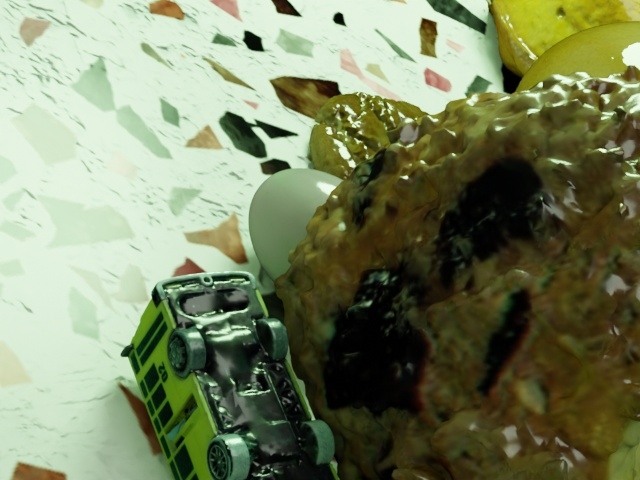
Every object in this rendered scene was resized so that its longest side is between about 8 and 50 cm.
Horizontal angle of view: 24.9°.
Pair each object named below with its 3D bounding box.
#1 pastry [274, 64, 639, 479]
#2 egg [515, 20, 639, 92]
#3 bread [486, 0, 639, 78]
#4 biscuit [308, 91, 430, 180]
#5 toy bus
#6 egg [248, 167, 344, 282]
[{"bbox_3d":[0.140,0.073,0.999,0.337,0.405,0.292,13,3,39],"label":"pastry"},{"bbox_3d":[0.335,-0.059,1.410,0.283,0.282,0.351,-11,48,-49],"label":"egg"},{"bbox_3d":[0.377,-0.242,1.734,0.358,0.204,0.337,45,29,10],"label":"bread"},{"bbox_3d":[0.088,-0.065,1.394,0.226,0.042,0.226,24,37,-20],"label":"biscuit"},{"bbox_3d":[-0.064,0.115,0.983,0.088,0.101,0.175,-6,57,-34],"label":"toy bus"},{"bbox_3d":[0.000,0.000,1.177,0.135,0.103,0.103,44,33,17],"label":"egg"}]
